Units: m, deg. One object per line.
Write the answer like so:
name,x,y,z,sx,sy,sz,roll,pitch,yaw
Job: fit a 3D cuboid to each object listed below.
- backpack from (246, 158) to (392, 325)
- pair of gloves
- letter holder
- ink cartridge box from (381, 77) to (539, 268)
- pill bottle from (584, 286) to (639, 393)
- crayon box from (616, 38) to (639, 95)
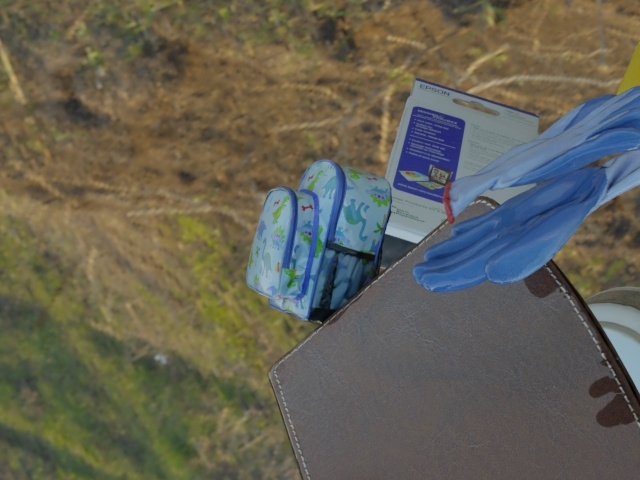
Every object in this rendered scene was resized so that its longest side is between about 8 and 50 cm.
backpack,0.000,0.000,0.893,0.105,0.084,0.114,-163,90,-70
pair of gloves,0.128,-0.030,0.686,0.159,0.198,0.023,-28,105,21
letter holder,0.122,0.145,0.766,0.214,0.152,0.302,-43,37,16
ink cartridge box,0.154,-0.063,1.388,0.165,0.333,0.065,17,125,2
pill bottle,0.392,0.176,1.672,0.204,0.361,0.204,1,93,21
crayon box,0.398,-0.182,1.101,0.203,0.323,0.083,25,176,-18
